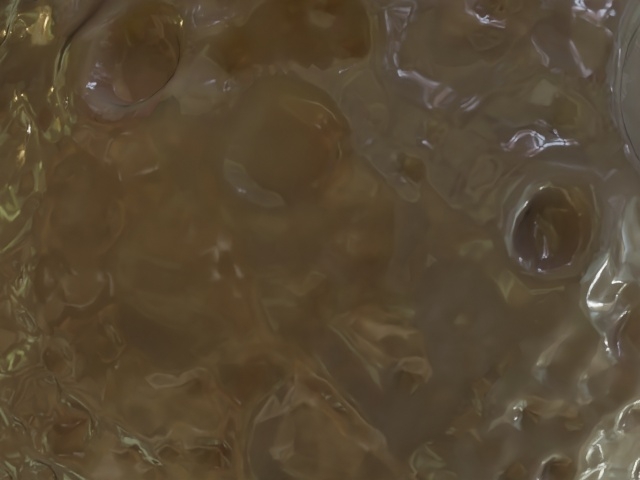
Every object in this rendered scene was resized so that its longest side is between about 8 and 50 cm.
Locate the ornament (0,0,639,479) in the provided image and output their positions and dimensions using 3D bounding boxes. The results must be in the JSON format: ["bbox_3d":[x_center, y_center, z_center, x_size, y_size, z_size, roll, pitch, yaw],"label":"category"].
[{"bbox_3d":[0.000,0.000,0.481,0.225,0.259,0.259,13,-73,-10],"label":"ornament"}]
